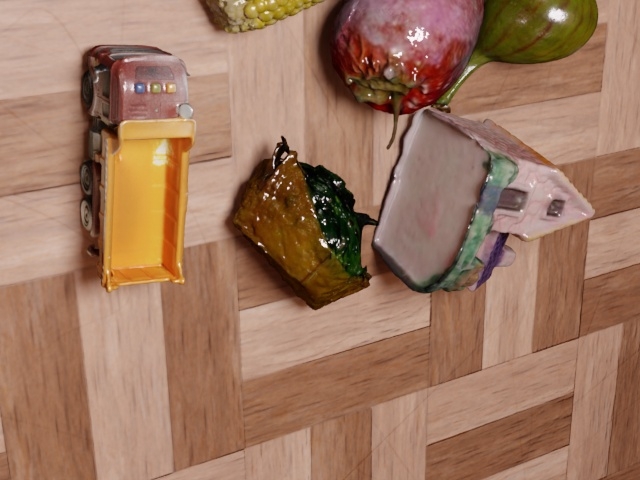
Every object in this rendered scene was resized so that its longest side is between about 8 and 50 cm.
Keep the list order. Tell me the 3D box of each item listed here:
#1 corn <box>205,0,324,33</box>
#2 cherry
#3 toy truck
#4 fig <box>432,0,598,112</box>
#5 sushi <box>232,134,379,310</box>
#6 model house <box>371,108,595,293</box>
[{"bbox_3d":[0.015,-0.367,1.220,0.347,0.130,0.130,-34,123,-14],"label":"corn"},{"bbox_3d":[0.122,-0.271,1.296,0.249,0.175,0.192,-48,151,-19],"label":"cherry"},{"bbox_3d":[-0.215,-0.085,1.171,0.114,0.135,0.270,-6,111,-31],"label":"toy truck"},{"bbox_3d":[0.269,-0.280,1.439,0.151,0.151,0.259,23,125,-37],"label":"fig"},{"bbox_3d":[-0.001,0.000,1.335,0.140,0.149,0.287,-49,121,-13],"label":"sushi"},{"bbox_3d":[0.240,-0.038,1.433,0.237,0.202,0.237,6,110,-33],"label":"model house"}]
